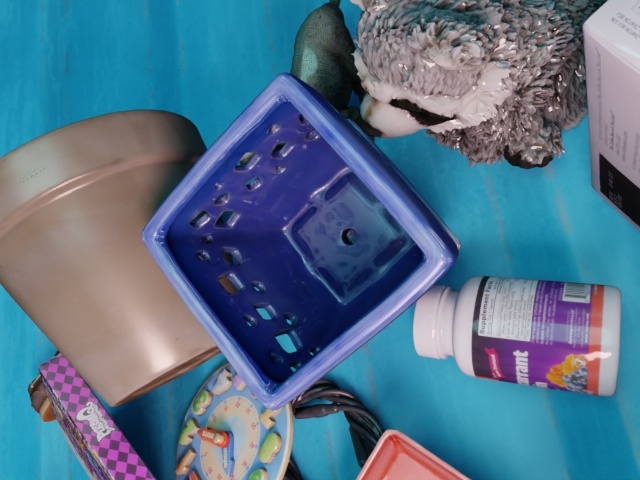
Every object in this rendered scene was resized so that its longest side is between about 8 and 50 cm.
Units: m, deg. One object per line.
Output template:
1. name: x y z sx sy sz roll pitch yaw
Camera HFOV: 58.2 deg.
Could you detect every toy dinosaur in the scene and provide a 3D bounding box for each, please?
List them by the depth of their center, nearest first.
1. toy dinosaur: 0.009 -0.213 0.739 0.121 0.160 0.313 20 87 28

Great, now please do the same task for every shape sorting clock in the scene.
1. shape sorting clock: -0.114 0.248 0.714 0.206 0.040 0.206 -22 56 37

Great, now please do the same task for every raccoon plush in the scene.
1. raccoon plush: 0.193 -0.280 0.589 0.216 0.299 0.446 26 88 29

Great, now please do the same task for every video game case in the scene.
1. video game case: -0.270 0.285 0.734 0.042 0.210 0.232 -30 55 -33

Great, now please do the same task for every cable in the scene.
1. cable: 0.012 0.256 0.684 0.184 0.047 0.150 27 84 31

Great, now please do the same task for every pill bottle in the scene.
1. pill bottle: 0.200 0.093 0.595 0.193 0.108 0.108 3 78 27

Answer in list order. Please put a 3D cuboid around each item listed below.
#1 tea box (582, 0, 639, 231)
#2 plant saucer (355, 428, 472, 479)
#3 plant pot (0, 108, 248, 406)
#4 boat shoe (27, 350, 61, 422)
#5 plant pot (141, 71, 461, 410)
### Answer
1. tea box: 0.404 -0.131 0.430 0.323 0.329 0.220 -44 62 10
2. plant saucer: 0.116 0.365 0.575 0.259 0.048 0.258 31 91 16
3. plant pot: -0.238 0.040 0.733 0.323 0.323 0.280 -33 81 15
4. boat shoe: -0.371 0.179 0.868 0.207 0.073 0.073 -46 64 8
5. plant pot: 0.000 0.000 0.611 0.236 0.212 0.236 -44 76 19
